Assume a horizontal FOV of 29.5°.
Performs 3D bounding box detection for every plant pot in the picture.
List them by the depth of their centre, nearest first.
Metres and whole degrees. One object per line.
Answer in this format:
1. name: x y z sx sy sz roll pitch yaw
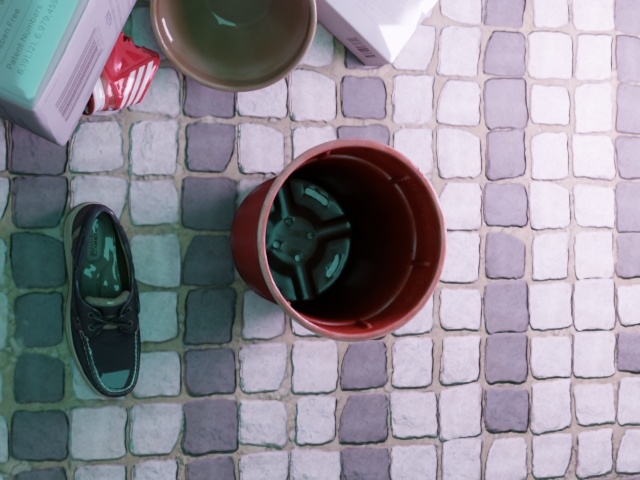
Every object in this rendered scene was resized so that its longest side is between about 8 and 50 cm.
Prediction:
1. plant pot: 0.000 0.000 1.739 0.272 0.265 0.272 0 90 -21
2. plant pot: -0.121 -0.343 1.752 0.237 0.110 0.237 1 121 1

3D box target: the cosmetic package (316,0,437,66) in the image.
1. cosmetic package: 0.039 -0.491 1.824 0.377 0.097 0.284 41 79 -22

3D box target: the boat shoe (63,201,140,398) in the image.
1. boat shoe: -0.306 0.086 1.719 0.103 0.092 0.285 -6 92 -20

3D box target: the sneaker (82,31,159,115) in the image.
1. sneaker: -0.308 -0.291 1.741 0.128 0.087 0.221 -12 92 -38

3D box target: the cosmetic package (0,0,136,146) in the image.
1. cosmetic package: -0.440 -0.359 1.497 0.393 0.329 0.327 25 85 -5
